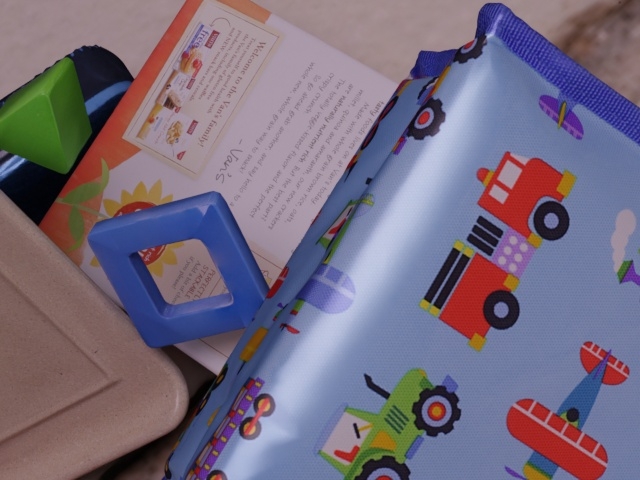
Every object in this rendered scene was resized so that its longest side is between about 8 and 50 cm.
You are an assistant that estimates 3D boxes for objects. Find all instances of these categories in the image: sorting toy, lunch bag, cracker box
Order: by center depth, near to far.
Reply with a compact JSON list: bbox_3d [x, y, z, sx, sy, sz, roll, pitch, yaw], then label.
[{"bbox_3d":[0.115,0.088,0.629,0.293,0.138,0.221,33,85,-6],"label":"lunch bag"},{"bbox_3d":[-0.181,0.036,0.754,0.347,0.196,0.047,-28,24,28],"label":"sorting toy"},{"bbox_3d":[0.000,0.000,0.762,0.232,0.067,0.156,33,88,26],"label":"cracker box"}]

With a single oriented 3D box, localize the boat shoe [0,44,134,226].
[{"bbox_3d":[-0.209,-0.022,0.817,0.258,0.109,0.089,-36,78,3],"label":"boat shoe"}]
